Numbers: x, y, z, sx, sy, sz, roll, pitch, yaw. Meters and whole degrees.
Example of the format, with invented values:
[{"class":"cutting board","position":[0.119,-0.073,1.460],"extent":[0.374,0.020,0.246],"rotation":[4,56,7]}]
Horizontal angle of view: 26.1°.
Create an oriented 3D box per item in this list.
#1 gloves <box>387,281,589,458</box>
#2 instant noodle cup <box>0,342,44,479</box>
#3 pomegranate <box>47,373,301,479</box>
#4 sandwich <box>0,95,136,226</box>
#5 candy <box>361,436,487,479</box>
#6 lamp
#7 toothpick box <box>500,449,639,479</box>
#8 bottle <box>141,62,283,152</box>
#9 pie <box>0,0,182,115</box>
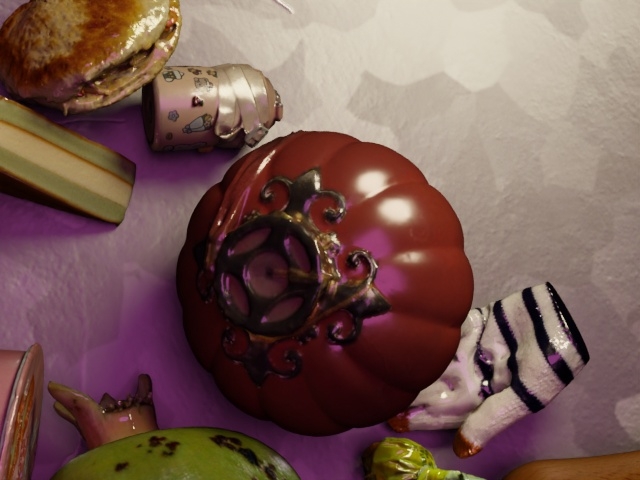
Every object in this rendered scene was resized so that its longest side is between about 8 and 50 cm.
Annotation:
[{"class":"gloves","position":[0.171,0.140,1.486],"extent":[0.219,0.131,0.140],"rotation":[-29,91,14]},{"class":"instant noodle cup","position":[-0.392,0.196,1.283],"extent":[0.231,0.243,0.242],"rotation":[10,78,-5]},{"class":"pomegranate","position":[-0.141,0.267,1.307],"extent":[0.291,0.291,0.323],"rotation":[3,70,-13]},{"class":"sandwich","position":[-0.268,-0.078,1.416],"extent":[0.163,0.113,0.079],"rotation":[18,76,-10]},{"class":"candy","position":[0.156,0.250,1.403],"extent":[0.077,0.262,0.073],"rotation":[50,55,-46]},{"class":"lamp","position":[0.001,0.042,1.373],"extent":[0.303,0.257,0.303],"rotation":[-2,85,24]},{"class":"toothpick box","position":[0.345,0.281,1.460],"extent":[0.294,0.192,0.192],"rotation":[-15,83,-9]},{"class":"bottle","position":[-0.110,-0.143,1.476],"extent":[0.152,0.099,0.098],"rotation":[-3,80,-16]},{"class":"pie","position":[-0.245,-0.220,1.432],"extent":[0.205,0.084,0.179],"rotation":[-43,58,-16]}]
